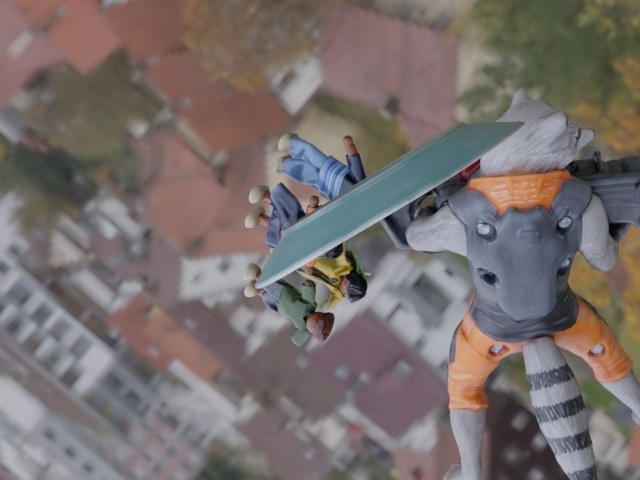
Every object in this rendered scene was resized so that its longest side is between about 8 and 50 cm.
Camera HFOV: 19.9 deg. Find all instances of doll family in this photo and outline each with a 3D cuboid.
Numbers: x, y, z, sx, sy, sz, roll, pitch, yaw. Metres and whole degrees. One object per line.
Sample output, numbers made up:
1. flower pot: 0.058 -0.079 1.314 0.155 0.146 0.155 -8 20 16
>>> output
1. doll family: 0.000 0.000 1.515 0.111 0.076 0.193 33 139 32

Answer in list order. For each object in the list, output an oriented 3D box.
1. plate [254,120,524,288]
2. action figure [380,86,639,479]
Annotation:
1. plate: 0.036 -0.029 1.086 0.024 0.188 0.188 58 164 -2
2. action figure: 0.218 0.031 1.517 0.178 0.341 0.330 -95 -7 -67
